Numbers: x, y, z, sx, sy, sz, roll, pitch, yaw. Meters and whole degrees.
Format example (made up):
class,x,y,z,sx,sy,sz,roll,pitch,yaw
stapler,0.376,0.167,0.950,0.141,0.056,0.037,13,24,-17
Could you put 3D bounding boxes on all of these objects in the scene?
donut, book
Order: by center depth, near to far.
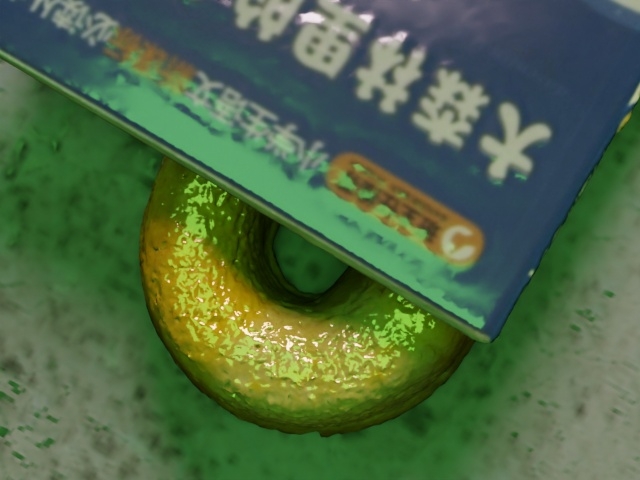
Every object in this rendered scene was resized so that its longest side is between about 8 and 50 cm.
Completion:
class,x,y,z,sx,sy,sz,roll,pitch,yaw
book,0.044,-0.155,0.532,0.228,0.018,0.322,30,80,5
donut,0.000,0.000,0.550,0.152,0.058,0.152,0,88,4
